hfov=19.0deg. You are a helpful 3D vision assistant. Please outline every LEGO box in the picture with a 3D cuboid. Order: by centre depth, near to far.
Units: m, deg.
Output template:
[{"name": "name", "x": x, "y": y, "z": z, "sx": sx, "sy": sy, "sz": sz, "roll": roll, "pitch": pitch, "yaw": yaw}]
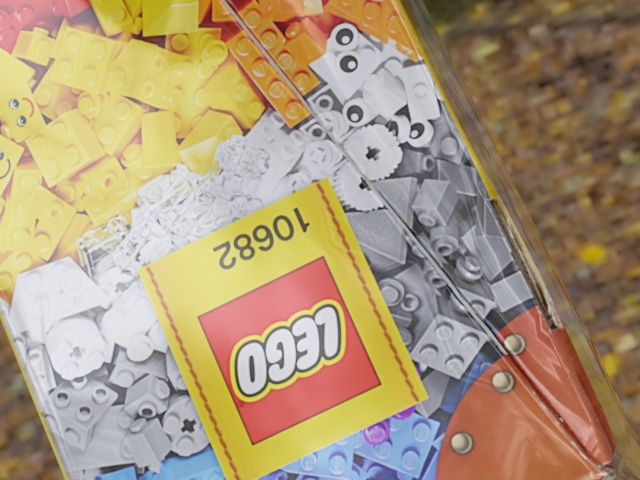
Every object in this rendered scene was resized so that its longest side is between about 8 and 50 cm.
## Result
[{"name": "LEGO box", "x": 0.000, "y": 0.000, "z": 0.951, "sx": 0.193, "sy": 0.372, "sz": 0.500, "roll": -26, "pitch": -14, "yaw": 7}]
